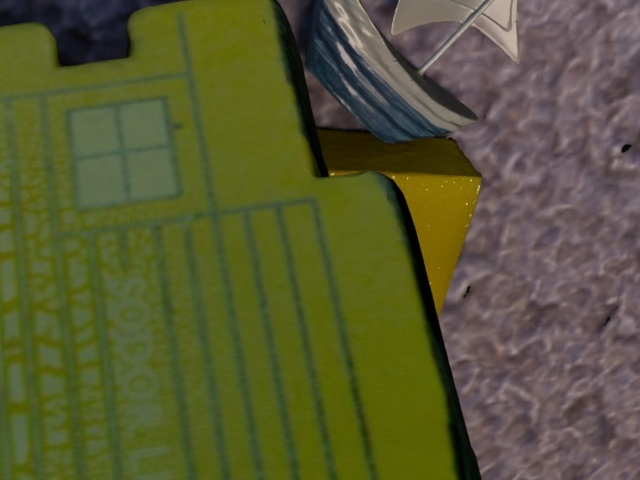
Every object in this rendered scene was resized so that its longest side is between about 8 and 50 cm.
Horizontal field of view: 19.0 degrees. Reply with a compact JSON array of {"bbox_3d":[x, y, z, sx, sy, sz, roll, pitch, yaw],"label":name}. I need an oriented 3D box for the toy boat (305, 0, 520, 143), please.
[{"bbox_3d":[0.051,-0.106,0.801,0.105,0.034,0.149,15,117,-32],"label":"toy boat"}]

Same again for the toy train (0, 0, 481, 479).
[{"bbox_3d":[-0.081,0.099,0.623,0.272,0.442,0.179,-8,141,-5],"label":"toy train"}]

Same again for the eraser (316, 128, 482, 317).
[{"bbox_3d":[0.000,0.000,0.848,0.122,0.045,0.097,0,121,-23],"label":"eraser"}]
